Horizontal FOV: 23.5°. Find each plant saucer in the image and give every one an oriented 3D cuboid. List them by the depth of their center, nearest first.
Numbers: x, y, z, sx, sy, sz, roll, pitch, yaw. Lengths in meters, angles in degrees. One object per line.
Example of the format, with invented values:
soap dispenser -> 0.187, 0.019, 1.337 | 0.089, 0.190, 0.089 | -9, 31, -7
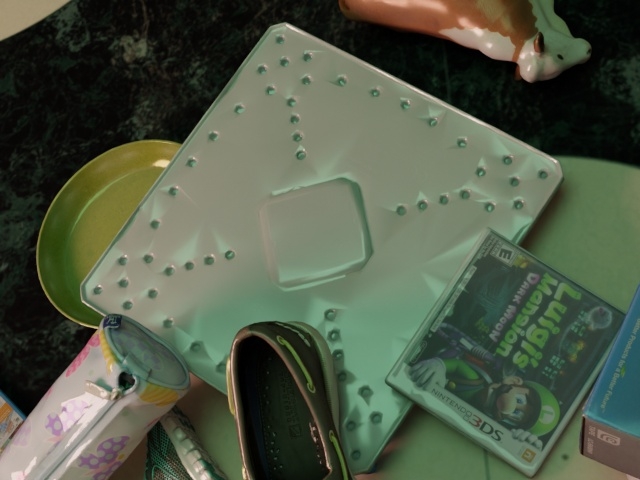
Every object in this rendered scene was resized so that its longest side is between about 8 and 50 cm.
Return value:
plant saucer -> -0.211, -0.002, 1.766 | 0.241, 0.037, 0.241 | -9, 61, 17

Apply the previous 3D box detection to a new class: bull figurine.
bull figurine -> 0.170, -0.284, 1.722 | 0.310, 0.101, 0.188 | 18, 68, 26

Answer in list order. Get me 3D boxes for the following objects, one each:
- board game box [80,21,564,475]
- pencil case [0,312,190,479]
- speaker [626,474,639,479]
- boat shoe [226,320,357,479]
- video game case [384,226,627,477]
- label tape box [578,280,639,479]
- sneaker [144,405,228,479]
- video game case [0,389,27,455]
board game box -> 0.000, 0.000, 1.644 | 0.390, 0.050, 0.390 | 30, 78, 24
pencil case -> -0.249, 0.205, 1.581 | 0.273, 0.113, 0.124 | -49, 18, 18
speaker -> 0.306, 0.197, 1.439 | 0.055, 0.055, 0.136 | -24, 58, 9
boat shoe -> -0.018, 0.235, 1.476 | 0.116, 0.096, 0.324 | -17, 79, 23
video game case -> 0.186, 0.108, 1.520 | 0.173, 0.022, 0.190 | 33, 78, 11
label tape box -> 0.428, 0.135, 1.365 | 0.333, 0.106, 0.241 | 20, 64, 19
sneaker -> -0.162, 0.228, 1.613 | 0.076, 0.065, 0.166 | -40, 54, 4
video game case -> -0.385, 0.229, 1.729 | 0.119, 0.015, 0.166 | -48, 57, -7
